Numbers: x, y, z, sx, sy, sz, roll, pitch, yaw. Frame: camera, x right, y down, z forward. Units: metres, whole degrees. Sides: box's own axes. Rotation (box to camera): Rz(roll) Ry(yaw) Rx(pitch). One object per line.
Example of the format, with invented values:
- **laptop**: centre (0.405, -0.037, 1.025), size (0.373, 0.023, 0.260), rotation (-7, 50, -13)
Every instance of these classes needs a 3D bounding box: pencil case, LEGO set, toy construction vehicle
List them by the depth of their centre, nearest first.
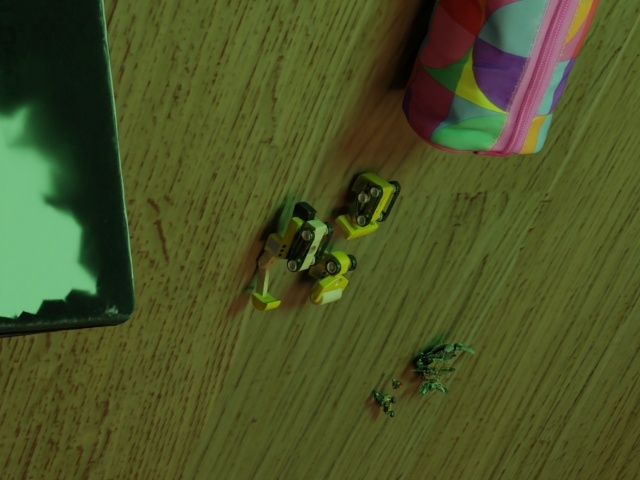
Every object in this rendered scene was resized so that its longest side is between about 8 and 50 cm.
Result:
- **pencil case**: centre (0.126, -0.160, 1.106), size (0.104, 0.104, 0.236), rotation (-12, 134, -37)
- **toy construction vehicle**: centre (0.000, 0.000, 1.201), size (0.086, 0.035, 0.098), rotation (-18, 140, -49)
- **LEGO set**: centre (0.076, 0.099, 1.384), size (0.083, 0.023, 0.054), rotation (-20, 137, -11)

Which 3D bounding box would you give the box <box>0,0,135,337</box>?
- **box**: centre (-0.276, -0.036, 0.625), size (0.296, 0.294, 0.182), rotation (0, 81, -50)
